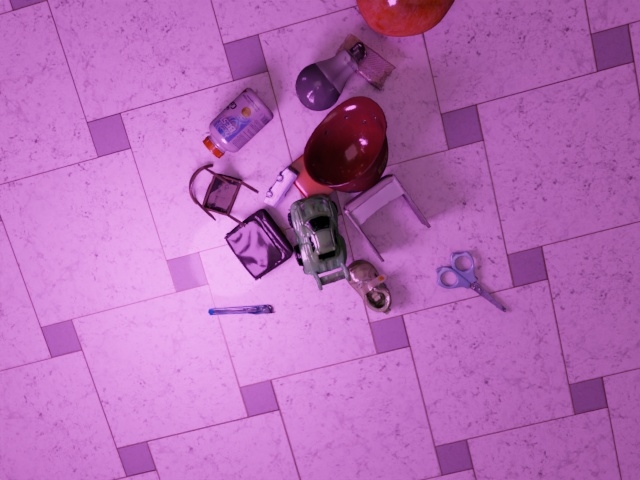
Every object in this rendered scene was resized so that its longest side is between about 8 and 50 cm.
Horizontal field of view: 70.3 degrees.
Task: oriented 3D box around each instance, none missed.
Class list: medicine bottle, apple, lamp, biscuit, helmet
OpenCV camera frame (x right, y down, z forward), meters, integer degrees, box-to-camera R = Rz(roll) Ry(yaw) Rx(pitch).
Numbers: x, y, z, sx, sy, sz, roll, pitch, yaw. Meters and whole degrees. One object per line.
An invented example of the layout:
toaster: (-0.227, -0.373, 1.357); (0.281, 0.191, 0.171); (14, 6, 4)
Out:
medicine bottle: (-0.339, -0.462, 1.832); (0.288, 0.157, 0.157); (-41, 95, 6)
apple: (0.322, -0.949, 1.655); (0.390, 0.346, 0.392); (-1, 101, -4)
lamp: (0.053, -0.629, 1.783); (0.313, 0.182, 0.182); (-22, 97, 8)
biscuit: (0.180, -0.717, 1.833); (0.238, 0.062, 0.108); (36, 99, -3)
helmet: (0.137, -0.338, 1.799); (0.337, 0.230, 0.385); (6, 70, 33)

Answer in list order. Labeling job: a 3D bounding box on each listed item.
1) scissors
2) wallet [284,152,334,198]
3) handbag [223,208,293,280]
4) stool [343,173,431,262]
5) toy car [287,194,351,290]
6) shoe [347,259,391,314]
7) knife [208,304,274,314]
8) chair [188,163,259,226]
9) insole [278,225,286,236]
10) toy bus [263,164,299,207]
scissors: (0.671, 0.200, 1.974); (0.360, 0.029, 0.191); (38, 101, -6)
wallet: (-0.041, -0.258, 1.912); (0.142, 0.045, 0.204); (-39, 95, 9)
handbag: (-0.258, 0.017, 1.932); (0.223, 0.080, 0.247); (-34, 97, 10)
stool: (0.265, -0.099, 1.867); (0.243, 0.170, 0.270); (-36, 96, 6)
toy car: (0.000, 0.000, 1.859); (0.213, 0.176, 0.359); (-14, 104, -13)
shoe: (0.221, 0.197, 1.946); (0.140, 0.128, 0.262); (-36, 99, -8)
knife: (-0.351, 0.312, 2.012); (0.296, 0.026, 0.044); (-4, 110, 1)
chair: (-0.409, -0.191, 1.881); (0.272, 0.166, 0.188); (32, 102, 40)
insole: (-0.264, 0.005, 1.972); (0.247, 0.011, 0.081); (-22, 97, 4)
toy bus: (-0.165, -0.224, 1.892); (0.075, 0.064, 0.191); (32, 115, -8)
